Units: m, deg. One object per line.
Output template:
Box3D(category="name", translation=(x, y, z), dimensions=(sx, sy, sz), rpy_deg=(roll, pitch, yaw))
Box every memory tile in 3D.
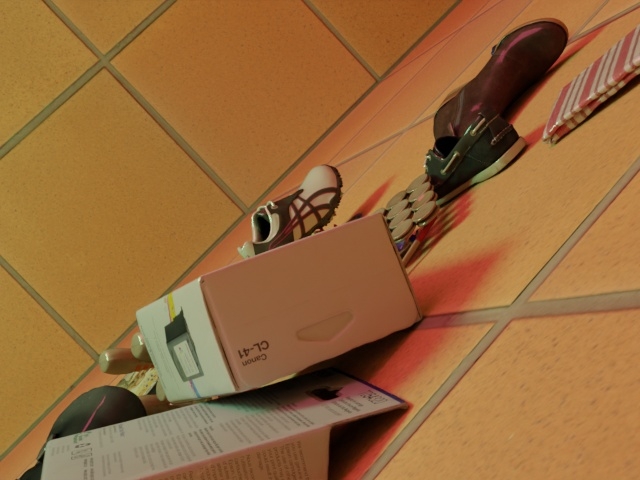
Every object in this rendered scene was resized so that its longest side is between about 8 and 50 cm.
Box3D(category="memory tile", translation=(0.105, -0.031, 1.486), dimensions=(0.113, 0.012, 0.148), rpy_deg=(-40, 16, 14))

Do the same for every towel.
Box3D(category="towel", translation=(0.348, -0.197, 1.364), dimensions=(0.197, 0.029, 0.144), rpy_deg=(-41, 8, 36))

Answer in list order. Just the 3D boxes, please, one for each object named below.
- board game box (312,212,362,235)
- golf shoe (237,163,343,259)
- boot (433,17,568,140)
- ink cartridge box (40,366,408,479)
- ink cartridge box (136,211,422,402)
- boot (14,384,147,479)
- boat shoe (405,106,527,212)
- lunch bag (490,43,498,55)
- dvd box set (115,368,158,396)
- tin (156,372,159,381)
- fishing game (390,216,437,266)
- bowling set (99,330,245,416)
Box3D(category="board game box", translation=(0.000, 0.000, 2.018), dimensions=(0.169, 0.033, 0.133), rpy_deg=(-40, 9, 28))
Box3D(category="golf shoe", translation=(-0.045, -0.045, 1.964), dimensions=(0.105, 0.120, 0.272), rpy_deg=(-36, 25, 47))
Box3D(category="boot", translation=(0.267, -0.207, 1.708), dimensions=(0.248, 0.090, 0.207), rpy_deg=(-37, 22, 33))
Box3D(category="ink cartridge box", translation=(-0.104, 0.209, 1.122), dimensions=(0.330, 0.071, 0.324), rpy_deg=(-12, 2, -11))
Box3D(category="ink cartridge box", translation=(-0.058, 0.082, 1.291), dimensions=(0.226, 0.131, 0.306), rpy_deg=(-20, -3, -23))
Box3D(category="boot", translation=(-0.311, 0.341, 1.330), dimensions=(0.367, 0.146, 0.445), rpy_deg=(-38, 11, 39))
Box3D(category="boat shoe", translation=(0.178, -0.107, 1.543), dimensions=(0.084, 0.079, 0.233), rpy_deg=(-51, 9, -34))
Box3D(category="lunch bag", translation=(0.319, -0.292, 1.858), dimensions=(0.067, 0.065, 0.098), rpy_deg=(-24, 13, 19))
Box3D(category="dvd box set", translation=(-0.256, 0.213, 2.021), dimensions=(0.307, 0.062, 0.420), rpy_deg=(-49, 9, -10))
Box3D(category="tin", translation=(-0.196, 0.162, 1.789), dimensions=(0.106, 0.040, 0.189), rpy_deg=(-14, 53, 23))
Box3D(category="fishing game", translation=(0.053, 0.043, 1.517), dimensions=(0.189, 0.041, 0.264), rpy_deg=(-54, 19, -24))
Box3D(category="bowling set", translation=(-0.177, 0.207, 1.581), dimensions=(0.154, 0.199, 0.287), rpy_deg=(3, -19, -35))
